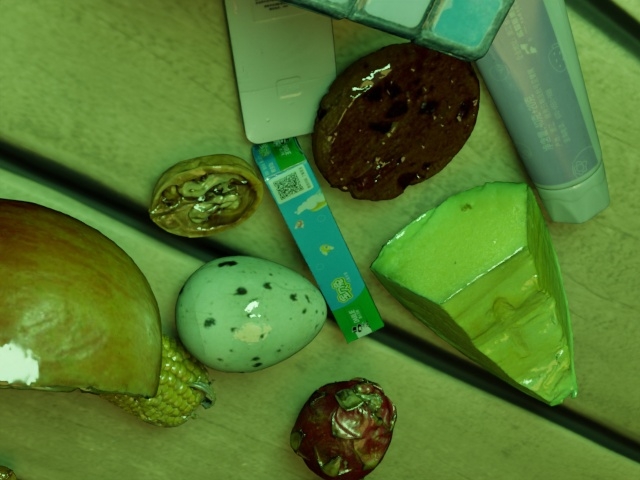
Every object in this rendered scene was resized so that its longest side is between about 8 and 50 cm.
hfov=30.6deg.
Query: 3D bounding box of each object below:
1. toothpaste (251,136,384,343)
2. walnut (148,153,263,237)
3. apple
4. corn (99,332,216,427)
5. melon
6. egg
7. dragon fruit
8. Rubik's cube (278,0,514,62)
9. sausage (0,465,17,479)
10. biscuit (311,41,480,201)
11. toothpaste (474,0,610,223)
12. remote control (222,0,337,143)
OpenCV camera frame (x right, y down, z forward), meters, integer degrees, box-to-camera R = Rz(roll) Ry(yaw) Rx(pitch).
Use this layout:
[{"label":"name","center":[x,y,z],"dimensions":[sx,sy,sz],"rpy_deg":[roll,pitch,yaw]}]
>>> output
[{"label":"toothpaste","center":[0.000,0.000,1.272],"dimensions":[0.050,0.065,0.266],"rpy_deg":[-26,130,0]},{"label":"walnut","center":[-0.118,-0.053,1.201],"dimensions":[0.121,0.052,0.091],"rpy_deg":[-14,133,2]},{"label":"apple","center":[-0.312,0.073,1.104],"dimensions":[0.346,0.254,0.179],"rpy_deg":[4,119,-24]},{"label":"corn","center":[-0.240,0.119,1.276],"dimensions":[0.106,0.106,0.293],"rpy_deg":[-42,127,19]},{"label":"melon","center":[0.205,0.080,1.361],"dimensions":[0.196,0.124,0.323],"rpy_deg":[-28,136,9]},{"label":"egg","center":[-0.076,0.081,1.269],"dimensions":[0.164,0.131,0.131],"rpy_deg":[4,128,-1]},{"label":"dragon fruit","center":[0.034,0.255,1.465],"dimensions":[0.125,0.125,0.246],"rpy_deg":[10,153,13]},{"label":"Rubik's cube","center":[0.021,-0.342,0.833],"dimensions":[0.292,0.287,0.293],"rpy_deg":[11,122,-20]},{"label":"sausage","center":[-0.431,0.326,1.421],"dimensions":[0.183,0.054,0.062],"rpy_deg":[-40,96,20]},{"label":"biscuit","center":[0.077,-0.122,1.188],"dimensions":[0.192,0.049,0.192],"rpy_deg":[-22,137,-22]},{"label":"toothpaste","center":[0.216,-0.175,1.189],"dimensions":[0.125,0.080,0.371],"rpy_deg":[-25,126,5]},{"label":"remote control","center":[-0.039,-0.206,1.111],"dimensions":[0.103,0.034,0.250],"rpy_deg":[-13,131,-6]}]
